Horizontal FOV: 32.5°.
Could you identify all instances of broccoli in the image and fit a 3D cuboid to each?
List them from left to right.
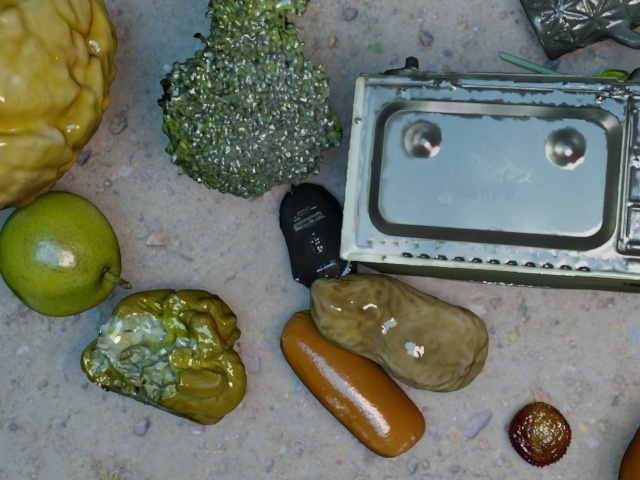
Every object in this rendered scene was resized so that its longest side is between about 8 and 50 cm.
[{"bbox_3d":[-0.091,-0.233,1.451,0.275,0.397,0.353,24,118,-24],"label":"broccoli"}]

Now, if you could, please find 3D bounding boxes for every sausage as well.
[{"bbox_3d":[0.037,0.192,1.473,0.098,0.098,0.238,-45,82,7],"label":"sausage"}]

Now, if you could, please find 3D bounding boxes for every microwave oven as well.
[{"bbox_3d":[0.252,-0.072,1.320,0.395,0.333,0.247,4,85,12],"label":"microwave oven"}]

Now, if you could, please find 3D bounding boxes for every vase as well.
[{"bbox_3d":[0.410,-0.330,1.384,0.301,0.156,0.251,-25,61,16],"label":"vase"}]

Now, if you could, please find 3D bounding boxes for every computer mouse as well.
[{"bbox_3d":[0.000,0.000,1.508,0.099,0.057,0.172,-26,72,12],"label":"computer mouse"}]

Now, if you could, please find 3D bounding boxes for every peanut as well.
[{"bbox_3d":[0.100,0.114,1.423,0.253,0.137,0.122,26,103,-2],"label":"peanut"}]

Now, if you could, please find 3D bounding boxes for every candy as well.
[{"bbox_3d":[0.325,-0.216,1.452,0.194,0.058,0.062,23,125,21],"label":"candy"}]

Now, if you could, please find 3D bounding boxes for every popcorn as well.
[{"bbox_3d":[-0.453,-0.199,1.455,0.390,0.344,0.354,-15,69,-32],"label":"popcorn"}]

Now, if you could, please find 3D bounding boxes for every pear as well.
[{"bbox_3d":[-0.341,0.028,1.517,0.216,0.166,0.180,22,137,16],"label":"pear"}]

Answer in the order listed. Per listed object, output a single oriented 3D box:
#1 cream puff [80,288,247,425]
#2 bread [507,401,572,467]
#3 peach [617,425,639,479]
[{"bbox_3d":[-0.191,0.151,1.493,0.221,0.195,0.194,18,92,24],"label":"cream puff"},{"bbox_3d":[0.287,0.254,1.437,0.085,0.053,0.085,0,88,12],"label":"bread"},{"bbox_3d":[0.510,0.313,1.250,0.343,0.302,0.342,2,96,17],"label":"peach"}]
